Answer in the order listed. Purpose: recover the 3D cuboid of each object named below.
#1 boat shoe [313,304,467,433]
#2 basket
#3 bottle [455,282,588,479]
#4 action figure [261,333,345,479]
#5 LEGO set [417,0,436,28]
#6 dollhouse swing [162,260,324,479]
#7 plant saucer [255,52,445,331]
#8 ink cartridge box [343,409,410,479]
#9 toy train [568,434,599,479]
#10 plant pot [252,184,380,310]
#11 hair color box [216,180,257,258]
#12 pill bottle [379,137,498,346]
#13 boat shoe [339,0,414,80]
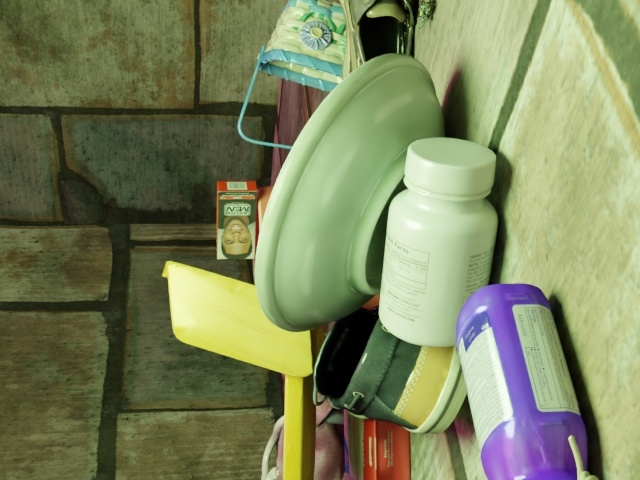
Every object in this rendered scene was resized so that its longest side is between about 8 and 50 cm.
[{"bbox_3d":[0.071,0.176,1.356,0.500,0.156,0.186,167,126,-79],"label":"boat shoe"},{"bbox_3d":[-0.009,-0.303,1.707,0.201,0.255,0.289,-147,68,-77],"label":"basket"},{"bbox_3d":[0.198,0.181,0.860,0.118,0.092,0.282,99,167,-52],"label":"bottle"},{"bbox_3d":[-0.023,0.312,1.844,0.248,0.276,0.370,-91,-9,-57],"label":"action figure"},{"bbox_3d":[0.160,-0.348,1.364,0.083,0.023,0.054,-78,-4,-61],"label":"LEGO set"},{"bbox_3d":[-0.129,0.231,1.506,0.347,0.315,0.305,64,-138,-83],"label":"dollhouse swing"},{"bbox_3d":[0.074,-0.042,1.200,0.400,0.101,0.400,-43,-32,-36],"label":"plant saucer"},{"bbox_3d":[0.100,0.350,1.570,0.231,0.078,0.134,157,113,-79],"label":"ink cartridge box"},{"bbox_3d":[0.230,0.257,0.653,0.143,0.105,0.248,134,136,-64],"label":"toy train"},{"bbox_3d":[0.000,0.000,1.690,0.275,0.243,0.274,179,90,-81],"label":"plant pot"},{"bbox_3d":[-0.152,-0.036,1.637,0.043,0.072,0.141,-104,15,-58],"label":"hair color box"},{"bbox_3d":[0.144,0.000,1.090,0.131,0.131,0.229,-107,19,-63],"label":"pill bottle"},{"bbox_3d":[0.102,-0.379,1.465,0.130,0.132,0.355,-146,47,-68],"label":"boat shoe"}]
